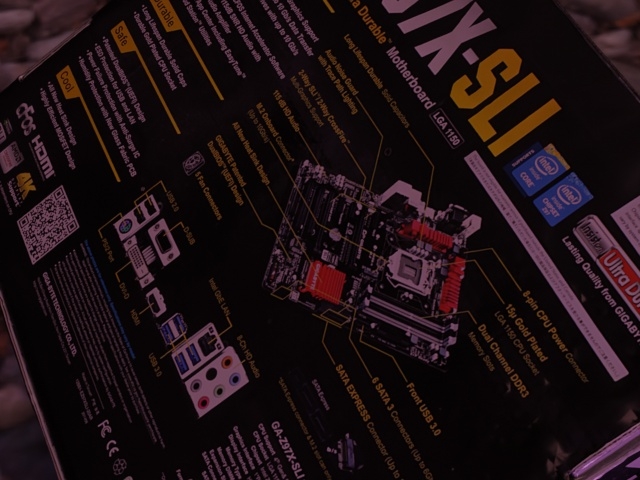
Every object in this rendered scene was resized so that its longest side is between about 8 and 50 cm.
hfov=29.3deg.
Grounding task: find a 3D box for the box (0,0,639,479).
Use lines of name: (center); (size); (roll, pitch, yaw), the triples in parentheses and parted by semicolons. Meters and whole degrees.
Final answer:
box: (0.000, 0.000, 0.490); (0.257, 0.079, 0.322); (-36, 53, 8)
